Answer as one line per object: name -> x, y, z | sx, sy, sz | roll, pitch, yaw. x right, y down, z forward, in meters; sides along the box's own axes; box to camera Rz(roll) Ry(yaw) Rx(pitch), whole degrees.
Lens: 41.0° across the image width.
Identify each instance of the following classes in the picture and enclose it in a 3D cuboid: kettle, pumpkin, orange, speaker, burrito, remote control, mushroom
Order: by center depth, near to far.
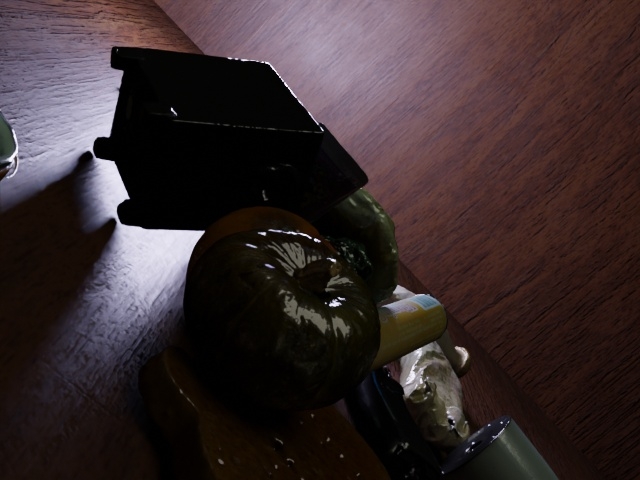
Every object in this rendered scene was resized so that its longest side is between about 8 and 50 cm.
pumpkin -> -0.033, 0.072, 0.889 | 0.219, 0.162, 0.219 | 25, 31, -16
orange -> -0.062, 0.055, 1.102 | 0.224, 0.170, 0.224 | 17, 36, -13
speaker -> -0.166, -0.138, 1.209 | 0.254, 0.184, 0.232 | 0, 36, -29
remote control -> 0.095, 0.252, 1.414 | 0.145, 0.062, 0.398 | 41, 11, -29
kettle -> 0.331, 0.428, 1.433 | 0.236, 0.161, 0.221 | 51, 15, 7
burrito -> 0.215, 0.293, 1.661 | 0.175, 0.107, 0.347 | 61, 9, -15
mushroom -> 0.226, 0.212, 1.959 | 0.350, 0.128, 0.128 | 45, 10, -35

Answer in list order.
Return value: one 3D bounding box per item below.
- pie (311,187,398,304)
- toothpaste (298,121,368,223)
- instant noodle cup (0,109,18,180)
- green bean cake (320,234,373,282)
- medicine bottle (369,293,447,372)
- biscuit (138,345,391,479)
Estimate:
pie -> 0.000, 0.000, 1.419 | 0.306, 0.306, 0.071 | 47, 44, -2
toothpaste -> -0.050, -0.054, 1.329 | 0.114, 0.299, 0.073 | 51, 41, 3
instant noodle cup -> -0.314, -0.051, 0.542 | 0.216, 0.172, 0.216 | 47, 9, -10
green bean cake -> -0.053, 0.033, 1.275 | 0.208, 0.193, 0.107 | 42, 17, -24
medicine bottle -> 0.097, 0.157, 1.375 | 0.108, 0.108, 0.426 | 51, 23, 16
biscuit -> -0.045, 0.237, 0.863 | 0.350, 0.070, 0.394 | 40, 11, -10
